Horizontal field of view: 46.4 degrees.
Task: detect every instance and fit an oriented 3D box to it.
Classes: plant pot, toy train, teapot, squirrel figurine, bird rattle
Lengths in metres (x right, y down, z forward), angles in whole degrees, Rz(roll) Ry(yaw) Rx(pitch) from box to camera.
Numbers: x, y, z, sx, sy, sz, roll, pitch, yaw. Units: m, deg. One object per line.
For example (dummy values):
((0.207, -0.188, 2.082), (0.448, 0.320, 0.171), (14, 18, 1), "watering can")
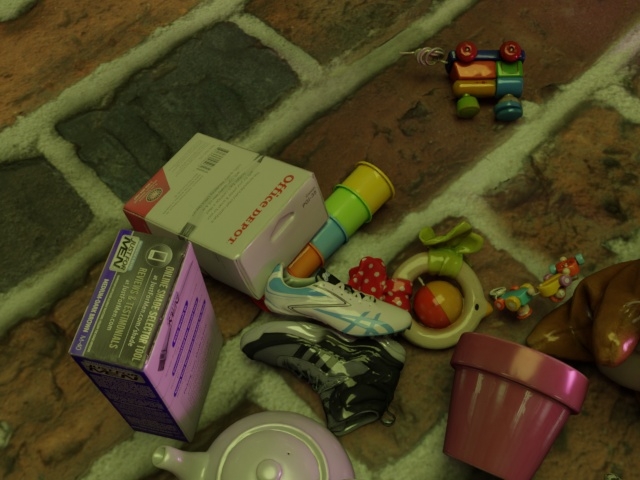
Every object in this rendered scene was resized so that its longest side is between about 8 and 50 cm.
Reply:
((0.273, 0.257, 1.110), (0.201, 0.201, 0.180), (20, 78, 11), "plant pot")
((0.370, 0.081, 1.246), (0.166, 0.125, 0.046), (-26, 95, 13), "toy train")
((-0.059, 0.346, 1.050), (0.256, 0.187, 0.252), (-31, 65, -18), "teapot")
((0.558, 0.064, 1.106), (0.397, 0.370, 0.281), (-39, 67, -20), "squirrel figurine")
((0.282, -0.310, 1.487), (0.248, 0.105, 0.143), (-1, 73, 0), "toy train")
((0.172, 0.084, 1.242), (0.253, 0.143, 0.207), (-32, 81, -14), "bird rattle")

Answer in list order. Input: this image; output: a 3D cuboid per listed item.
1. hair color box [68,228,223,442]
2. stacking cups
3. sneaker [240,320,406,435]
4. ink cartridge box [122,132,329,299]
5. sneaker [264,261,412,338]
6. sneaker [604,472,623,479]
((-0.233, 0.150, 1.073), (0.110, 0.339, 0.185), (11, 61, 6), "hair color box")
((0.000, 0.000, 1.317), (0.096, 0.096, 0.316), (36, 71, 19), "stacking cups")
((-0.002, 0.218, 1.171), (0.268, 0.101, 0.153), (7, 59, 2), "sneaker")
((-0.160, -0.048, 1.269), (0.283, 0.117, 0.207), (23, 61, 34), "ink cartridge box")
((0.029, 0.094, 1.164), (0.237, 0.086, 0.085), (13, 16, 5), "sneaker")
((0.304, 0.453, 1.047), (0.410, 0.158, 0.182), (-18, 31, -8), "sneaker")
